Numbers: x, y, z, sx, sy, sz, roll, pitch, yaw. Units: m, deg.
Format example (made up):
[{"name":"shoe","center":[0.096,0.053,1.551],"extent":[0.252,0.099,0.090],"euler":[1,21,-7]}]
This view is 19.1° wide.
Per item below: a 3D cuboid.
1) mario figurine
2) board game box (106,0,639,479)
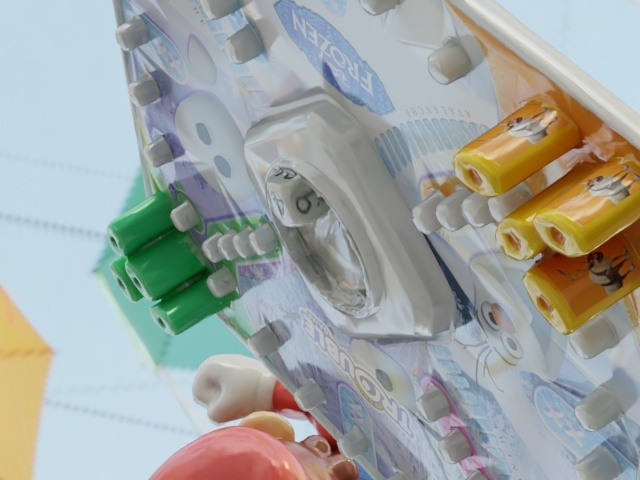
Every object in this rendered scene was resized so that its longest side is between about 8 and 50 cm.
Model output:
[{"name":"mario figurine","center":[0.018,0.174,1.256],"extent":[0.320,0.198,0.170],"euler":[-5,-61,-30]},{"name":"board game box","center":[0.000,0.000,0.876],"extent":[0.050,0.390,0.390],"euler":[-32,-36,-22]}]
